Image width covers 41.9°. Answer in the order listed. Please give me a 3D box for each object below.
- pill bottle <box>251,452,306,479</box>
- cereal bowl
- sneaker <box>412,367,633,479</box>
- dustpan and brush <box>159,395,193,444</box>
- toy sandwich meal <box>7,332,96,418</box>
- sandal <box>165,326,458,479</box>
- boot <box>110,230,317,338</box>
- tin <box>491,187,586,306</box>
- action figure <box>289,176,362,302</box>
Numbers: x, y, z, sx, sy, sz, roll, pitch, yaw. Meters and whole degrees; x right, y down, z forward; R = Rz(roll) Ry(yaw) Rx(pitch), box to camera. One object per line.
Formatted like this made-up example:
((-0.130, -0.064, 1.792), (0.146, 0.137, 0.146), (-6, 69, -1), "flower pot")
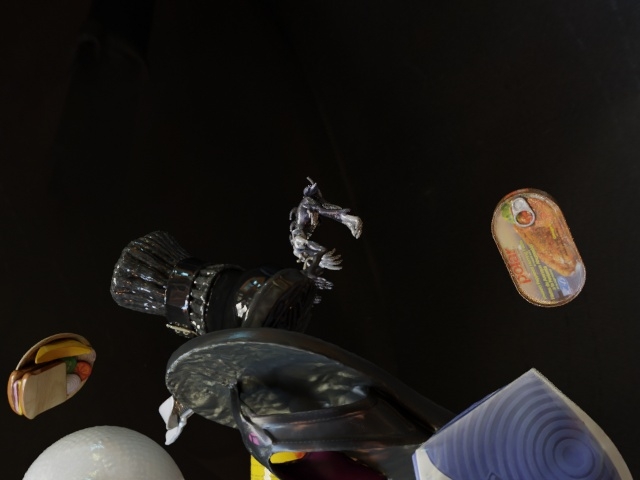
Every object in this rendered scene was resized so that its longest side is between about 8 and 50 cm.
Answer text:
((-0.046, 0.414, 1.374), (0.136, 0.136, 0.245), (1, 79, -12), "pill bottle")
((-0.419, 0.521, 1.558), (0.339, 0.141, 0.339), (-1, 83, 5), "cereal bowl")
((0.156, 0.253, 0.506), (0.127, 0.182, 0.315), (-26, 69, -16), "sneaker")
((-0.237, 0.296, 1.459), (0.060, 0.211, 0.147), (50, 41, 5), "dustpan and brush")
((-0.234, 0.120, 0.739), (0.029, 0.085, 0.085), (32, 72, 38), "toy sandwich meal")
((0.040, 0.223, 0.923), (0.446, 0.167, 0.107), (25, 36, -13), "sandal")
((-0.150, 0.067, 1.077), (0.260, 0.348, 0.131), (29, 75, 6), "boot")
((0.325, 0.011, 1.251), (0.106, 0.040, 0.189), (-22, 107, 15), "tin")
((0.000, 0.000, 1.683), (0.141, 0.164, 0.275), (15, 52, -7), "action figure")
